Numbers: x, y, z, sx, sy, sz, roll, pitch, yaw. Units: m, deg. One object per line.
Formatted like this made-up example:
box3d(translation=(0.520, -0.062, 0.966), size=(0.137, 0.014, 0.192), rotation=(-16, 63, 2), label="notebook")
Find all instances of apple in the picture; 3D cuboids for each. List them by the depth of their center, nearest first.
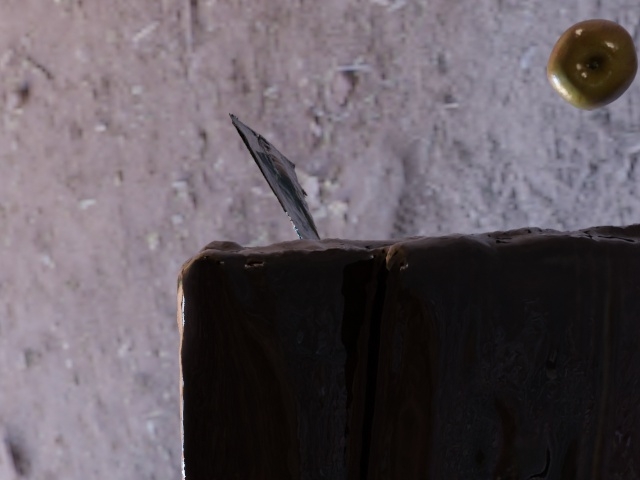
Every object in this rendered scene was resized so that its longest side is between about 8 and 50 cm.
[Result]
box3d(translation=(0.248, -0.159, 1.279), size=(0.071, 0.084, 0.084), rotation=(-70, -19, -73), label="apple")

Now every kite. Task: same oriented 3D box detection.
box3d(translation=(0.000, 0.000, 1.262), size=(0.314, 0.011, 0.335), rotation=(56, -172, -32), label="kite")

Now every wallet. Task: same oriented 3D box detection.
box3d(translation=(0.039, 0.110, 0.438), size=(0.049, 0.182, 0.229), rotation=(11, 101, 59), label="wallet")
